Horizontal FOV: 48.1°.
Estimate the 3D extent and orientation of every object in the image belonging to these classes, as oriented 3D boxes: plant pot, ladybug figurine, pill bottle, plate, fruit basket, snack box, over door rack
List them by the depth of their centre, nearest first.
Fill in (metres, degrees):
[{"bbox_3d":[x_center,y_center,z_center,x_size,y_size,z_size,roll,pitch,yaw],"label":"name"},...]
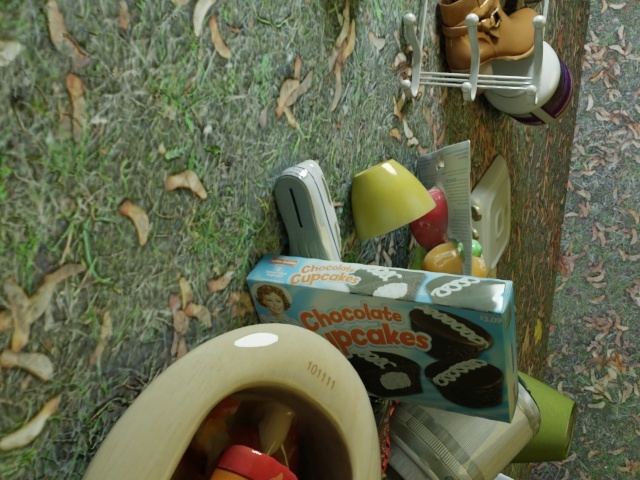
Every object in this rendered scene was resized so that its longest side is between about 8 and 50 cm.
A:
[{"bbox_3d":[-0.105,0.290,0.705,0.305,0.162,0.449,42,53,-15],"label":"ladybug figurine"},{"bbox_3d":[0.078,0.118,0.896,0.060,0.322,0.187,-57,143,-44],"label":"snack box"},{"bbox_3d":[0.102,-0.071,1.127,0.134,0.134,0.095,-33,101,-56],"label":"plant pot"},{"bbox_3d":[0.275,-0.404,1.236,0.108,0.239,0.324,20,79,-68],"label":"over door rack"},{"bbox_3d":[0.225,0.018,1.240,0.327,0.165,0.353,-165,-102,-84],"label":"fruit basket"},{"bbox_3d":[0.493,-0.382,1.718,0.323,0.181,0.182,-1,98,-63],"label":"pill bottle"},{"bbox_3d":[0.451,0.420,1.728,0.275,0.293,0.275,-24,118,-59],"label":"plant pot"},{"bbox_3d":[0.450,-0.050,1.874,0.278,0.045,0.277,-47,136,-49],"label":"plate"}]

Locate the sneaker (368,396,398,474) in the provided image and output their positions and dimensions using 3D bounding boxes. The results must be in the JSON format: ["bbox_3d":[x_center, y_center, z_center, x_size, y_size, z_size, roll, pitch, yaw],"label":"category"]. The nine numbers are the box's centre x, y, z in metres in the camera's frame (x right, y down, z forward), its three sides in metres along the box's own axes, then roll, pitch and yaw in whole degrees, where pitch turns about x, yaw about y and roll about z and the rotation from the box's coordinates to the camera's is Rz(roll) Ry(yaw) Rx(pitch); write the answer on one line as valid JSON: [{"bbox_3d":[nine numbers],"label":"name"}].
[{"bbox_3d":[0.071,0.281,1.173,0.276,0.097,0.135,-69,150,-28],"label":"sneaker"}]

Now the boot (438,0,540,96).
[{"bbox_3d":[0.346,-0.459,1.468,0.283,0.109,0.220,-41,131,-17],"label":"boot"}]

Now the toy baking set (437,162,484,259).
[{"bbox_3d":[0.258,-0.019,1.386,0.030,0.197,0.256,-16,112,-12],"label":"toy baking set"}]

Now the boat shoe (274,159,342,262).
[{"bbox_3d":[0.000,0.000,0.976,0.076,0.083,0.226,-43,133,-49],"label":"boat shoe"}]

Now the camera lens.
[{"bbox_3d":[0.238,0.338,1.291,0.274,0.219,0.219,-42,139,-14],"label":"camera lens"}]

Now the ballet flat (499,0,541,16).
[{"bbox_3d":[0.362,-0.618,1.457,0.182,0.164,0.483,-52,146,-14],"label":"ballet flat"}]

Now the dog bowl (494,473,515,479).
[{"bbox_3d":[0.297,0.546,1.496,0.265,0.265,0.104,11,89,-63],"label":"dog bowl"}]
